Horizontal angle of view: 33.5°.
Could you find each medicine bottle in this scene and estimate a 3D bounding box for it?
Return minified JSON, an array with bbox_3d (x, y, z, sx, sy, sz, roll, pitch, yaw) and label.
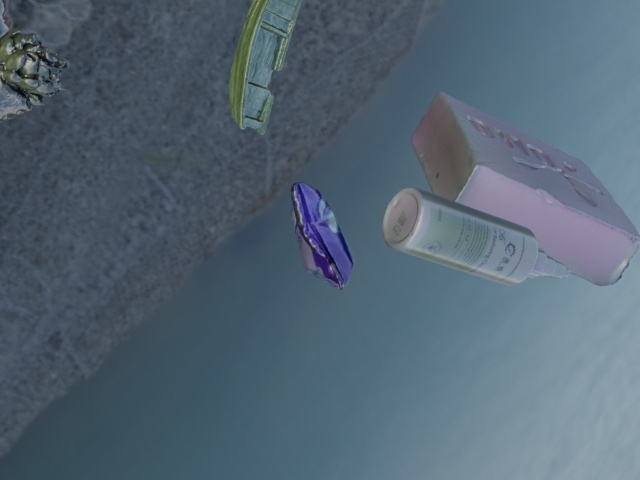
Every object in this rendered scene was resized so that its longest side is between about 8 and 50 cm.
[{"bbox_3d":[0.149,0.006,0.942,0.199,0.058,0.057,18,96,-31],"label":"medicine bottle"}]

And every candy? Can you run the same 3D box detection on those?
[{"bbox_3d":[0.000,0.000,1.419,0.070,0.145,0.275,-22,177,0],"label":"candy"}]

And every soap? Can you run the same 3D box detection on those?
[{"bbox_3d":[0.298,-0.077,1.594,0.296,0.285,0.107,22,115,-19],"label":"soap"}]

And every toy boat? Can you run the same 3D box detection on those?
[{"bbox_3d":[-0.081,-0.314,1.658,0.093,0.055,0.293,10,99,-57],"label":"toy boat"}]

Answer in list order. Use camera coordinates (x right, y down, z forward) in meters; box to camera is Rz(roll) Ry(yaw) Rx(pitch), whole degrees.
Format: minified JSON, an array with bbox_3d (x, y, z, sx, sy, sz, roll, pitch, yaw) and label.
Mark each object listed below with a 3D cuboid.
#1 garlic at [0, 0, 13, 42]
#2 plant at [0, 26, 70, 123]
[{"bbox_3d":[-0.627,-0.361,1.777,0.245,0.160,0.245,-26,142,-22],"label":"garlic"},{"bbox_3d":[-0.376,-0.193,1.287,0.143,0.092,0.094,-33,146,5],"label":"plant"}]
